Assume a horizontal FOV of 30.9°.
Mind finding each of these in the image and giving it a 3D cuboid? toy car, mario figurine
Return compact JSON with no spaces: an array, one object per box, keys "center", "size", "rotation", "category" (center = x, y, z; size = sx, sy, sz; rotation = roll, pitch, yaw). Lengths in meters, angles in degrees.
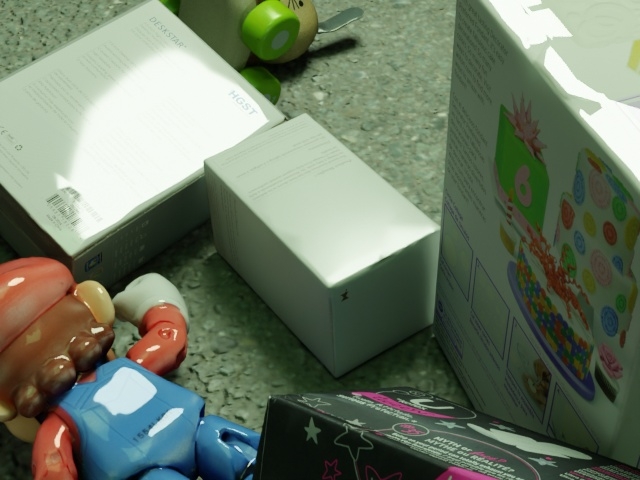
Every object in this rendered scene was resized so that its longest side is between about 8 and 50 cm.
[{"center":[-0.048,-0.228,1.140],"size":[0.188,0.149,0.155],"rotation":[-27,60,-38],"category":"toy car"},{"center":[-0.137,0.136,0.804],"size":[0.320,0.170,0.198],"rotation":[35,19,20],"category":"mario figurine"}]

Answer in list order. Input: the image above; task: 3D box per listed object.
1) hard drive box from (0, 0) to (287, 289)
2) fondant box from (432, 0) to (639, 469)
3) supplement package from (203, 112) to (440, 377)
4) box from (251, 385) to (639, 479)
[{"center":[-0.175,-0.080,0.987],"size":[0.232,0.089,0.181],"rotation":[-36,70,-29],"category":"hard drive box"},{"center":[0.164,0.022,0.724],"size":[0.096,0.330,0.238],"rotation":[-15,46,-12],"category":"fondant box"},{"center":[0.000,0.000,0.915],"size":[0.105,0.105,0.179],"rotation":[-26,48,-23],"category":"supplement package"},{"center":[0.090,0.189,0.612],"size":[0.247,0.163,0.142],"rotation":[15,6,40],"category":"box"}]
